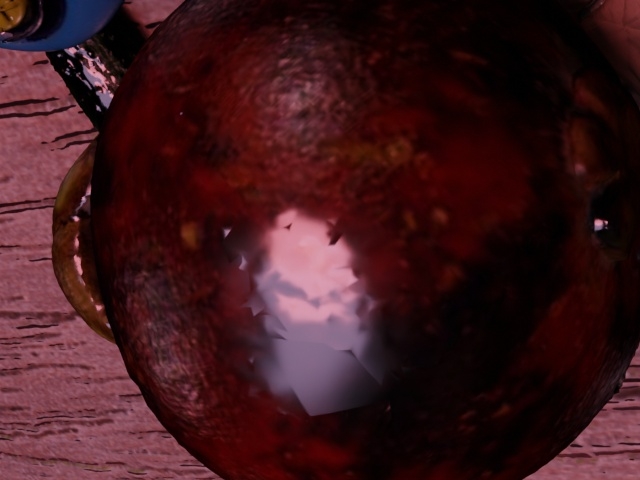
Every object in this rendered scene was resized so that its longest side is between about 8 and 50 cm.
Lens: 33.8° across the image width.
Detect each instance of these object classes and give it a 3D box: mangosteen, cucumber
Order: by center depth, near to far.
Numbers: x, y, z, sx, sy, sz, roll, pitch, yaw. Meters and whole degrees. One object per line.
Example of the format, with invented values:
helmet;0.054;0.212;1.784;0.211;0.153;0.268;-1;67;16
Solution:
mangosteen;0.015;-0.009;0.533;0.311;0.311;0.311;15;131;18
cucumber;-0.120;-0.082;0.697;0.067;0.067;0.245;-22;115;39

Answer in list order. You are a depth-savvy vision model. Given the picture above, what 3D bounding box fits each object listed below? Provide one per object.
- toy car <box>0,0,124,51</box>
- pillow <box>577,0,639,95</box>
toy car;-0.086;-0.206;0.515;0.166;0.198;0.314;23;146;-35
pillow;0.247;-0.073;0.524;0.232;0.043;0.126;37;139;-6
